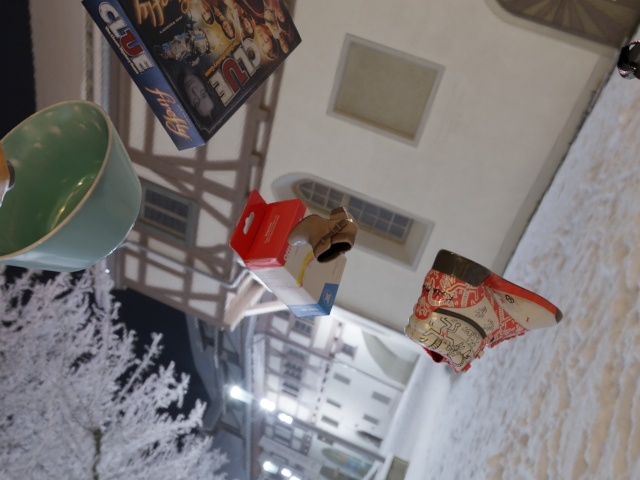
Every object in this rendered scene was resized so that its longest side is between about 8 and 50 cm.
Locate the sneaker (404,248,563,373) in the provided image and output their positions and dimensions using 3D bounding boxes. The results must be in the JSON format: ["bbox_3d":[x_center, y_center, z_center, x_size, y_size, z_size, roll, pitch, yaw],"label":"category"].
[{"bbox_3d":[0.228,0.118,0.834,0.270,0.090,0.144,24,-87,-37],"label":"sneaker"}]

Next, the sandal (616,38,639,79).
[{"bbox_3d":[0.494,-0.286,0.923,0.179,0.040,0.067,-55,-14,-65],"label":"sandal"}]

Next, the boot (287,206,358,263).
[{"bbox_3d":[0.000,0.000,0.826,0.119,0.042,0.087,-31,33,24],"label":"boot"}]

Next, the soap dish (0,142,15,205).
[{"bbox_3d":[-0.372,-0.059,0.512,0.118,0.228,0.291,-9,-25,-44],"label":"soap dish"}]

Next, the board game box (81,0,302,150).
[{"bbox_3d":[-0.118,-0.233,0.637,0.165,0.042,0.243,60,-140,-31],"label":"board game box"}]

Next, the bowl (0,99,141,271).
[{"bbox_3d":[-0.434,-0.069,1.015,0.311,0.312,0.163,-65,-35,-18],"label":"bowl"}]

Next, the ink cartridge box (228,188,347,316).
[{"bbox_3d":[-0.051,0.022,1.057,0.231,0.078,0.134,51,-134,-40],"label":"ink cartridge box"}]
